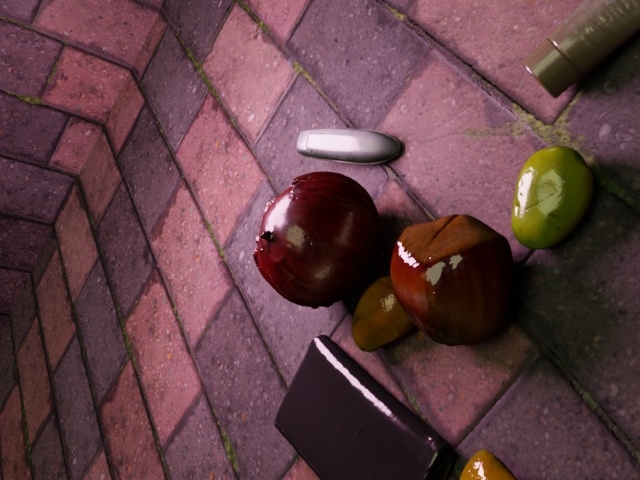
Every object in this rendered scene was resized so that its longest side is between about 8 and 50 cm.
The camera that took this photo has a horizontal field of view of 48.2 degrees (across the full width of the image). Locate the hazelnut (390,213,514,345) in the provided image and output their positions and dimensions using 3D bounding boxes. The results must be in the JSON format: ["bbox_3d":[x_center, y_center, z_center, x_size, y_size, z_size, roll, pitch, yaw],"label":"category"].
[{"bbox_3d":[0.217,0.066,1.176,0.212,0.181,0.181,14,60,51],"label":"hazelnut"}]

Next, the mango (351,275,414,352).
[{"bbox_3d":[0.119,0.132,1.325,0.165,0.089,0.115,-39,59,40],"label":"mango"}]

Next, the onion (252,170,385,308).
[{"bbox_3d":[0.000,0.000,1.400,0.276,0.276,0.276,-21,62,45],"label":"onion"}]

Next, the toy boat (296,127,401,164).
[{"bbox_3d":[0.063,-0.200,1.525,0.260,0.085,0.078,9,85,41],"label":"toy boat"}]

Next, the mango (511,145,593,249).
[{"bbox_3d":[0.360,-0.064,1.106,0.117,0.089,0.163,15,101,44],"label":"mango"}]

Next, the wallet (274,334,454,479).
[{"bbox_3d":[0.064,0.364,1.330,0.406,0.062,0.229,36,106,51],"label":"wallet"}]

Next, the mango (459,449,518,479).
[{"bbox_3d":[0.268,0.451,1.004,0.176,0.119,0.317,-54,37,35],"label":"mango"}]

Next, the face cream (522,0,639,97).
[{"bbox_3d":[0.466,-0.364,1.091,0.341,0.084,0.137,-43,49,22],"label":"face cream"}]
